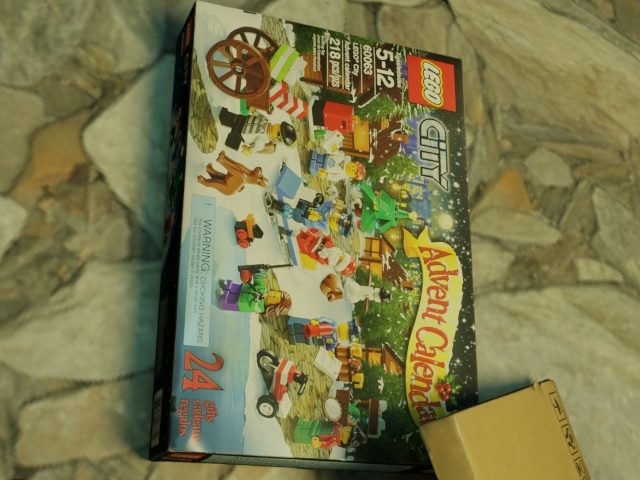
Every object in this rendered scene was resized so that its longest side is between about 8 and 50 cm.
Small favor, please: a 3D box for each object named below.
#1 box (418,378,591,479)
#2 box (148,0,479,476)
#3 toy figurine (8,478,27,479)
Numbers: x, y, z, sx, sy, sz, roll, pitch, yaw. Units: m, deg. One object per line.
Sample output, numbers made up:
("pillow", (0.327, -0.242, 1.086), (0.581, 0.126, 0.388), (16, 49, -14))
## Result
("box", (0.116, 0.169, 0.449), (0.164, 0.021, 0.201), (5, 64, -62))
("box", (0.000, 0.000, 0.502), (0.159, 0.044, 0.233), (7, 69, -20))
("toy figurine", (-0.160, 0.177, 0.314), (0.209, 0.148, 0.213), (-32, 86, -28))
